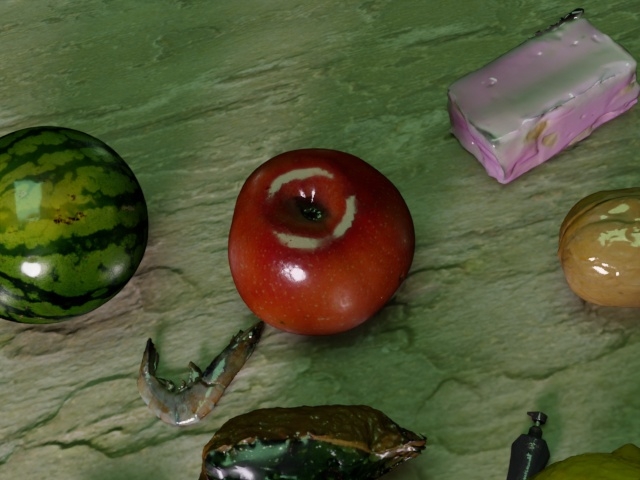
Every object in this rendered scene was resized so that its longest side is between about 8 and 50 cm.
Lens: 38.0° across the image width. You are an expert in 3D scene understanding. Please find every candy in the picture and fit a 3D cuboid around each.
[{"bbox_3d":[0.333,-0.216,1.400,0.265,0.116,0.155,-31,56,-9],"label":"candy"}]

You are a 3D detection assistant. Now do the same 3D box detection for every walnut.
[{"bbox_3d":[0.410,0.008,1.210,0.197,0.165,0.165,-5,56,0],"label":"walnut"}]

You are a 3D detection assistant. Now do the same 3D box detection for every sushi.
[{"bbox_3d":[-0.020,0.285,1.135,0.287,0.149,0.140,0,22,-5],"label":"sushi"}]

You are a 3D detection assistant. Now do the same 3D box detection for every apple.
[{"bbox_3d":[0.000,0.000,1.274,0.260,0.216,0.260,-4,59,7],"label":"apple"}]

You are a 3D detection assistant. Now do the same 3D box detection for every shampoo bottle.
[{"bbox_3d":[0.254,0.276,1.145,0.048,0.027,0.137,14,61,18],"label":"shampoo bottle"}]

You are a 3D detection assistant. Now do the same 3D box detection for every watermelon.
[{"bbox_3d":[-0.390,-0.020,1.334,0.285,0.285,0.285,-6,56,9],"label":"watermelon"}]

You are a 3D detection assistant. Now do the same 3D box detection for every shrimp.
[{"bbox_3d":[-0.178,0.164,1.318,0.147,0.035,0.195,29,69,30],"label":"shrimp"}]

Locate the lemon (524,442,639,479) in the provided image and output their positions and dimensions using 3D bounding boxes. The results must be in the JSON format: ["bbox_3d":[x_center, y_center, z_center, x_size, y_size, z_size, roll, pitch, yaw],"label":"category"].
[{"bbox_3d":[0.293,0.366,0.939,0.268,0.268,0.322,13,60,20],"label":"lemon"}]
